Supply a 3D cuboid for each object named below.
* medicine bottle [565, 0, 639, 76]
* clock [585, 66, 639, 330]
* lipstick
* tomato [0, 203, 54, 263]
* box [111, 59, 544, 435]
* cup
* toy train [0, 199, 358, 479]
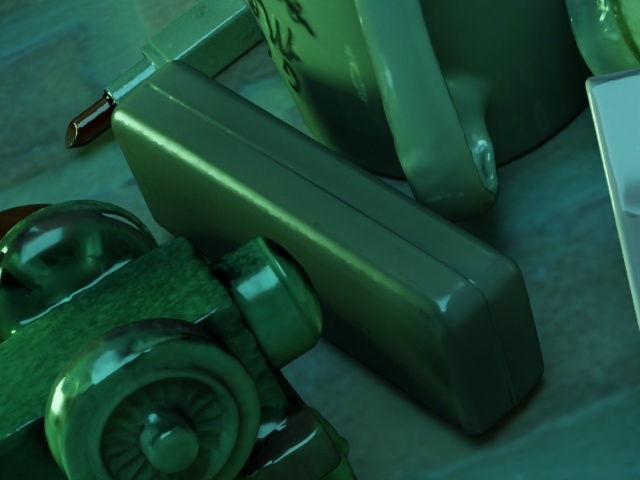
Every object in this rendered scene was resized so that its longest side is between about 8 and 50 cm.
[{"bbox_3d":[0.208,-0.130,0.947,0.147,0.147,0.143,-58,19,-22],"label":"medicine bottle"},{"bbox_3d":[0.182,0.074,0.824,0.080,0.275,0.290,-12,89,10],"label":"clock"},{"bbox_3d":[-0.094,-0.093,1.134,0.129,0.030,0.030,-38,52,-9],"label":"lipstick"},{"bbox_3d":[-0.148,0.070,0.989,0.228,0.112,0.199,23,68,35],"label":"tomato"},{"bbox_3d":[0.000,0.000,0.983,0.055,0.103,0.243,-43,52,-19],"label":"box"},{"bbox_3d":[0.043,-0.141,0.990,0.186,0.234,0.258,-14,54,11],"label":"cup"},{"bbox_3d":[-0.115,0.131,0.857,0.304,0.221,0.150,-32,34,-5],"label":"toy train"}]
